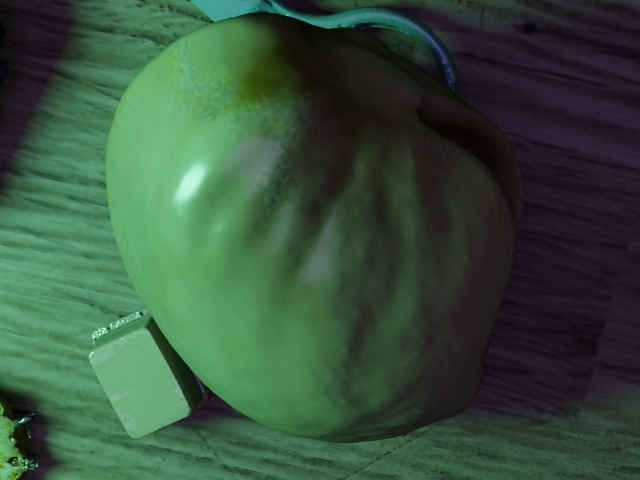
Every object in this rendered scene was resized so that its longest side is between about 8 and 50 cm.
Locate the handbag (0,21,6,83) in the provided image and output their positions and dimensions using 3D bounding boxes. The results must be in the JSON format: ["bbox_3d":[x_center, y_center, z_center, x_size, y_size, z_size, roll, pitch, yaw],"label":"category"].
[{"bbox_3d":[-0.403,-0.130,1.055,0.162,0.113,0.260,27,103,3],"label":"handbag"}]

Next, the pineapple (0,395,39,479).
[{"bbox_3d":[-0.397,0.220,1.161,0.221,0.047,0.221,0,105,1],"label":"pineapple"}]

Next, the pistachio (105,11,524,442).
[{"bbox_3d":[0.000,0.000,0.976,0.365,0.281,0.445,-12,127,20],"label":"pistachio"}]

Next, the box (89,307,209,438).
[{"bbox_3d":[-0.178,0.137,1.123,0.089,0.062,0.122,-25,99,7],"label":"box"}]

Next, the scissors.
[{"bbox_3d":[-0.043,-0.206,1.064,0.393,0.032,0.180,38,101,-5],"label":"scissors"}]
